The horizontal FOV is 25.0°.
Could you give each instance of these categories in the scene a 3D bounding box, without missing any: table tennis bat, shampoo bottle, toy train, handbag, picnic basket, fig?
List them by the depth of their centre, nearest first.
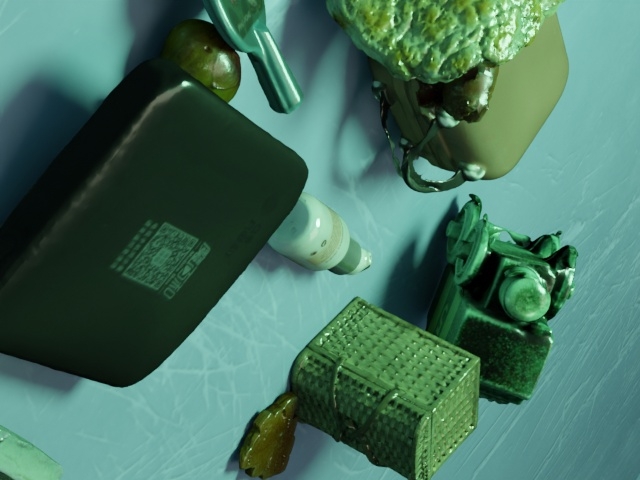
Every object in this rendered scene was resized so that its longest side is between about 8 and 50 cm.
[{"bbox_3d":[-0.067,-0.202,1.309,0.124,0.033,0.201,-73,142,-53],"label":"table tennis bat"},{"bbox_3d":[-0.120,-0.150,1.311,0.098,0.082,0.084,-37,180,-4],"label":"fig"},{"bbox_3d":[0.000,0.000,1.640,0.074,0.074,0.192,-63,155,-3],"label":"shampoo bottle"},{"bbox_3d":[0.162,-0.187,1.685,0.283,0.149,0.302,-60,154,-13],"label":"handbag"},{"bbox_3d":[0.079,0.196,1.810,0.154,0.196,0.134,-40,145,-36],"label":"picnic basket"},{"bbox_3d":[0.231,0.080,1.940,0.299,0.167,0.238,-89,-161,-78],"label":"toy train"}]

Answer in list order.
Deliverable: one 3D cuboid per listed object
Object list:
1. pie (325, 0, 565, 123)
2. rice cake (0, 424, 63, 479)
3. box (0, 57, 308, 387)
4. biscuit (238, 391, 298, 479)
[{"bbox_3d":[0.131,-0.285,1.483,0.274,0.257,0.105,-53,-167,-8],"label":"pie"},{"bbox_3d":[-0.308,0.152,1.177,0.043,0.127,0.237,-64,154,-12],"label":"rice cake"},{"bbox_3d":[-0.164,-0.005,1.299,0.290,0.073,0.289,-50,152,5],"label":"box"},{"bbox_3d":[-0.064,0.253,1.800,0.119,0.019,0.130,-49,149,-27],"label":"biscuit"}]
